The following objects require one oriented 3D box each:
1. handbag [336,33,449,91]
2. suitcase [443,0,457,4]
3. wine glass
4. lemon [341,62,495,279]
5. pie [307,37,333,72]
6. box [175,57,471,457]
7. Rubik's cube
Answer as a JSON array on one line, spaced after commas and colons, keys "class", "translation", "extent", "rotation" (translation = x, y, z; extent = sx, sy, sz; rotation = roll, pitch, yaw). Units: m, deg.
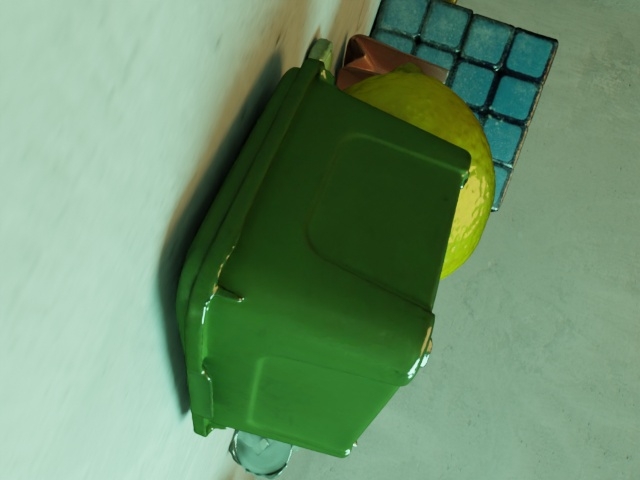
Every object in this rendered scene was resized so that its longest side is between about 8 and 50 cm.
[{"class": "handbag", "translation": [0.100, -0.206, 0.894], "extent": [0.212, 0.157, 0.059], "rotation": [93, 17, -75]}, {"class": "suitcase", "translation": [0.263, -0.625, 1.315], "extent": [0.235, 0.143, 0.194], "rotation": [-66, 175, -61]}, {"class": "wine glass", "translation": [-0.092, 0.383, 1.205], "extent": [0.232, 0.156, 0.156], "rotation": [23, 86, -81]}, {"class": "lemon", "translation": [0.091, -0.069, 0.748], "extent": [0.267, 0.267, 0.268], "rotation": [19, 90, -86]}, {"class": "pie", "translation": [-0.006, -0.166, 0.615], "extent": [0.084, 0.019, 0.085], "rotation": [17, 90, -85]}, {"class": "box", "translation": [-0.001, 0.045, 0.530], "extent": [0.329, 0.177, 0.253], "rotation": [103, 9, -58]}, {"class": "Rubik's cube", "translation": [0.237, -0.267, 1.250], "extent": [0.344, 0.336, 0.345], "rotation": [-28, 135, -85]}]
